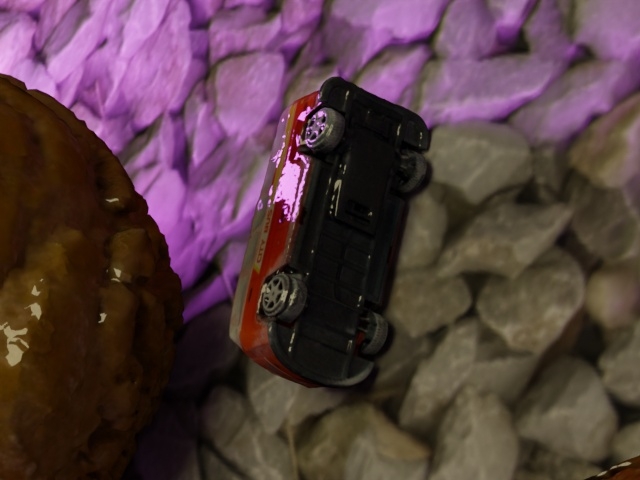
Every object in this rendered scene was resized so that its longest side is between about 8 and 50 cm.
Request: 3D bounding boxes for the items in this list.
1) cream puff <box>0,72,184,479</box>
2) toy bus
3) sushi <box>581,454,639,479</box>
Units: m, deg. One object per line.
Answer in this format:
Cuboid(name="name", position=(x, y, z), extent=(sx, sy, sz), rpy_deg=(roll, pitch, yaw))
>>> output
Cuboid(name="cream puff", position=(-0.238, 0.056, 1.176), extent=(0.343, 0.231, 0.327), rpy_deg=(-3, 71, 40))
Cuboid(name="toy bus", position=(0.000, 0.000, 1.076), extent=(0.077, 0.079, 0.174), rpy_deg=(-10, 61, 54))
Cuboid(name="sushi", position=(0.158, 0.156, 0.762), extent=(0.287, 0.149, 0.140), rpy_deg=(-27, 85, 36))
